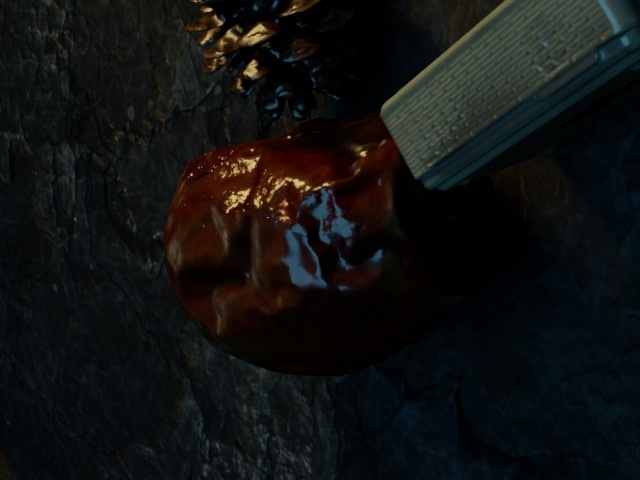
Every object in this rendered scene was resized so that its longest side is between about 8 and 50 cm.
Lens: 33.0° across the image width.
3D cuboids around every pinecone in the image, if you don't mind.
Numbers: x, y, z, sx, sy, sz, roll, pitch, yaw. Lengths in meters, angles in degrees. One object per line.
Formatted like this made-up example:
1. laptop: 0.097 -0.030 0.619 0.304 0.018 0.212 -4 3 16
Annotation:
1. pinecone: -0.033 -0.219 1.132 0.208 0.208 0.207 19 117 45

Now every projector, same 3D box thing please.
1. projector: 0.198 -0.143 0.882 0.257 0.192 0.099 -37 79 49

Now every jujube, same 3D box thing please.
1. jujube: -0.002 0.001 1.095 0.377 0.276 0.276 -17 89 52
